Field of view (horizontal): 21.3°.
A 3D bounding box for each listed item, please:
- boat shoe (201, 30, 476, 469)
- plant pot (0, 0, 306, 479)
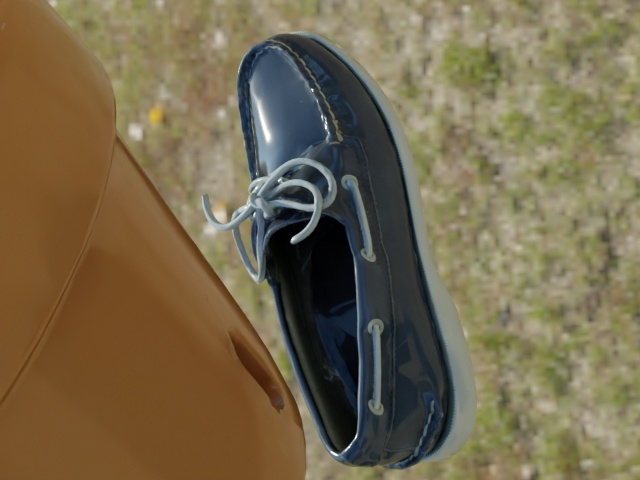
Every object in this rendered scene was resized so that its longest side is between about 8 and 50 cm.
[{"bbox_3d":[0.000,0.000,0.881,0.095,0.079,0.254,-35,63,44],"label":"boat shoe"},{"bbox_3d":[-0.143,0.067,0.594,0.291,0.203,0.291,-33,32,24],"label":"plant pot"}]
